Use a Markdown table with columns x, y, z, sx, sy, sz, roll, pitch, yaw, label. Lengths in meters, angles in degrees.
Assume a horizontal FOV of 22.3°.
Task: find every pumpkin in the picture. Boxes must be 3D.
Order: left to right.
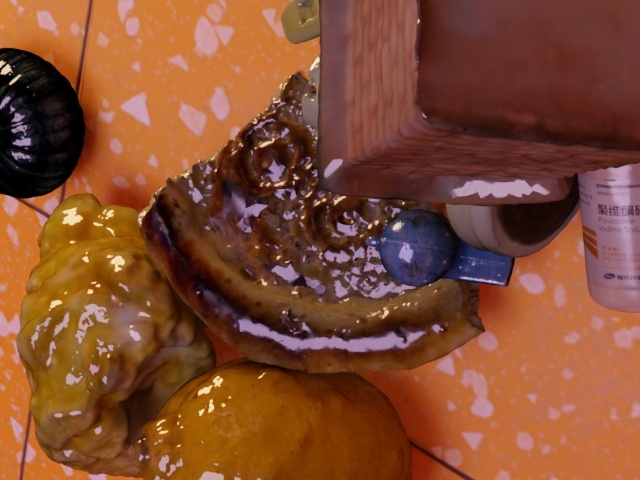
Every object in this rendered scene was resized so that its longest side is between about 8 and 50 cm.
| x | y | z | sx | sy | sz | roll | pitch | yaw | label |
| --- | --- | --- | --- | --- | --- | --- | --- | --- | --- |
| -0.399 | -0.152 | 2.110 | 0.202 | 0.140 | 0.202 | 15 | 118 | 30 | pumpkin |

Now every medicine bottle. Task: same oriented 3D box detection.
| x | y | z | sx | sy | sz | roll | pitch | yaw | label |
| --- | --- | --- | --- | --- | --- | --- | --- | --- | --- |
| 0.313 | -0.061 | 1.608 | 0.114 | 0.114 | 0.252 | 5 | 110 | 37 | medicine bottle |

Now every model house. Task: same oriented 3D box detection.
| x | y | z | sx | sy | sz | roll | pitch | yaw | label |
| --- | --- | --- | --- | --- | --- | --- | --- | --- | --- |
| 0.161 | -0.261 | 1.425 | 0.400 | 0.395 | 0.445 | 160 | 110 | -70 | model house |

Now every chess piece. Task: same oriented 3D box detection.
| x | y | z | sx | sy | sz | roll | pitch | yaw | label |
| --- | --- | --- | --- | --- | --- | --- | --- | --- | --- |
| 0.122 | -0.116 | 1.701 | 0.299 | 0.195 | 0.194 | 26 | 123 | 38 | chess piece |

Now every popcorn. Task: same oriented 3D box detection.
| x | y | z | sx | sy | sz | roll | pitch | yaw | label |
| --- | --- | --- | --- | --- | --- | --- | --- | --- | --- |
| -0.272 | 0.131 | 2.032 | 0.292 | 0.294 | 0.334 | 28 | 115 | 33 | popcorn |

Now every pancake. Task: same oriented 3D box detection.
| x | y | z | sx | sy | sz | roll | pitch | yaw | label |
| --- | --- | --- | --- | --- | --- | --- | --- | --- | --- |
| -0.004 | 0.004 | 1.826 | 0.427 | 0.067 | 0.305 | 36 | 94 | 22 | pancake |

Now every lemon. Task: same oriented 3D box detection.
| x | y | z | sx | sy | sz | roll | pitch | yaw | label |
| --- | --- | --- | --- | --- | --- | --- | --- | --- | --- |
| -0.050 | 0.260 | 1.898 | 0.316 | 0.285 | 0.285 | 23 | 124 | 2 | lemon |

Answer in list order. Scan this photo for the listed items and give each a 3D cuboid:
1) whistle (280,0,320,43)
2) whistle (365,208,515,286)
| x | y | z | sx | sy | sz | roll | pitch | yaw | label |
| --- | --- | --- | --- | --- | --- | --- | --- | --- | --- |
| 0.060 | -0.287 | 1.711 | 0.288 | 0.106 | 0.131 | -26 | 70 | 38 | whistle |
| 0.120 | 0.010 | 1.719 | 0.158 | 0.090 | 0.090 | 7 | 113 | 26 | whistle |
